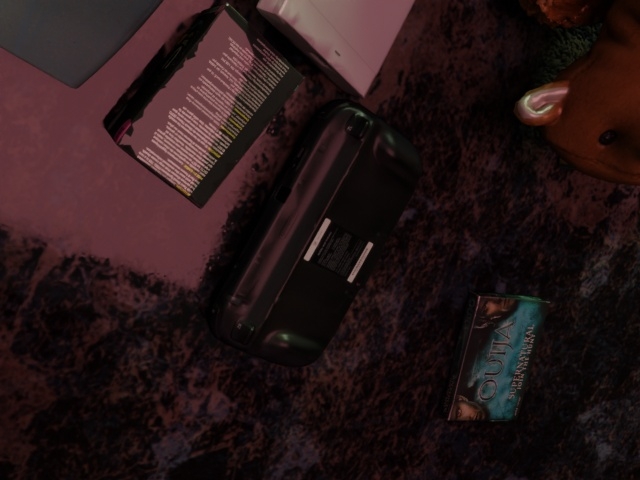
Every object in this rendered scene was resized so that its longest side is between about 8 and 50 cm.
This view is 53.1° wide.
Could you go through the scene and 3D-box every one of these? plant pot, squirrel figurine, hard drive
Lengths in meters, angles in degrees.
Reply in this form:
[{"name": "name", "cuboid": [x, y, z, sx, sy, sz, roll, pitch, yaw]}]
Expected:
[{"name": "plant pot", "cuboid": [-0.199, -0.262, 0.545, 0.166, 0.165, 0.234, 31, 98, -26]}, {"name": "squirrel figurine", "cuboid": [0.364, -0.267, 0.701, 0.281, 0.397, 0.370, -6, 143, -47]}, {"name": "hard drive", "cuboid": [0.066, -0.320, 0.642, 0.307, 0.040, 0.203, -62, 153, 3]}]

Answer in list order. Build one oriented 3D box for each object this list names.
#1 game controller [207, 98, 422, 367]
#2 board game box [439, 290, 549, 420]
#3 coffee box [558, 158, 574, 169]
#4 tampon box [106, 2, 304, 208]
[{"name": "game controller", "cuboid": [0.000, 0.000, 0.757, 0.166, 0.067, 0.319, 28, 93, -40]}, {"name": "board game box", "cuboid": [0.247, 0.166, 0.910, 0.126, 0.026, 0.186, 6, 102, -24]}, {"name": "coffee box", "cuboid": [0.421, -0.149, 0.888, 0.184, 0.040, 0.113, 1, 103, -22]}, {"name": "tampon box", "cuboid": [-0.118, -0.133, 0.630, 0.101, 0.120, 0.161, 40, 87, -26]}]
